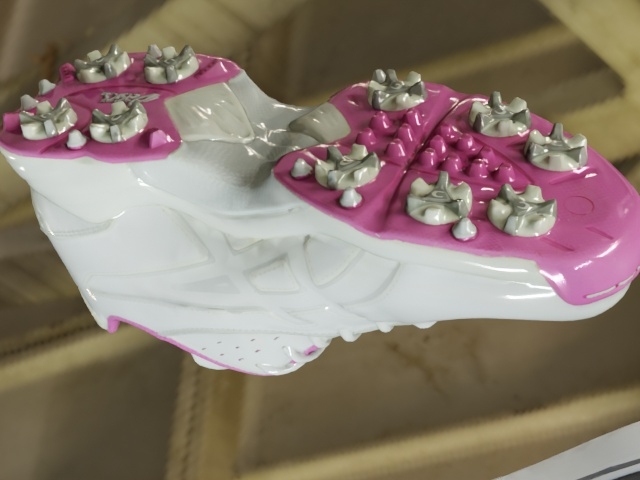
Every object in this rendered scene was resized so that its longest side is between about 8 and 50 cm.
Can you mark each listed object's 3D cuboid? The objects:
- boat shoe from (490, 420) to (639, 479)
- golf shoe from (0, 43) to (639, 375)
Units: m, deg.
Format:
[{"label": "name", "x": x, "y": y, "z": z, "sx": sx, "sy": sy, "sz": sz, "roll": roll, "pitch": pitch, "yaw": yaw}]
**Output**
[{"label": "boat shoe", "x": 0.078, "y": 0.179, "z": 0.728, "sx": 0.301, "sy": 0.108, "sz": 0.102, "roll": -24, "pitch": -152, "yaw": 12}, {"label": "golf shoe", "x": 0.000, "y": 0.000, "z": 0.714, "sx": 0.306, "sy": 0.140, "sz": 0.115, "roll": 13, "pitch": -142, "yaw": 32}]
